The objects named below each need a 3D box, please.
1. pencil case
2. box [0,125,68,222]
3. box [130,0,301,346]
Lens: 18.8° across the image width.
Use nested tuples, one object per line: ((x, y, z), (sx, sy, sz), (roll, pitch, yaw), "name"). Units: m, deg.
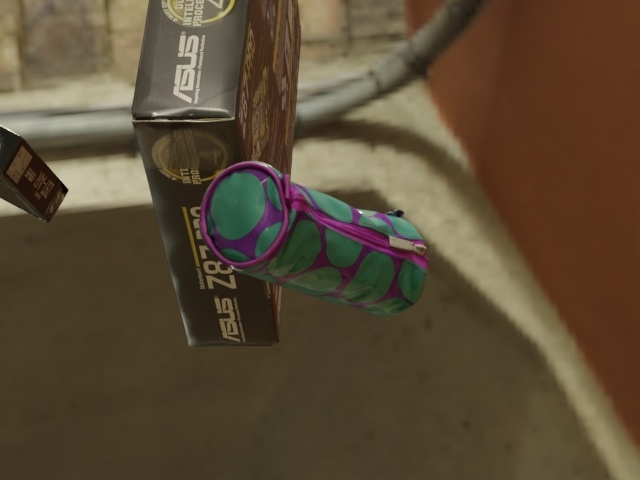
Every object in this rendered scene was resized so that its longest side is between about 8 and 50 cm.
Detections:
((0.000, 0.000, 1.119), (0.070, 0.151, 0.064), (-21, -114, 32), "pencil case")
((-0.146, -0.039, 0.808), (0.018, 0.067, 0.083), (-61, 169, -9), "box")
((-0.080, -0.152, 1.716), (0.318, 0.097, 0.395), (85, 7, -53), "box")
